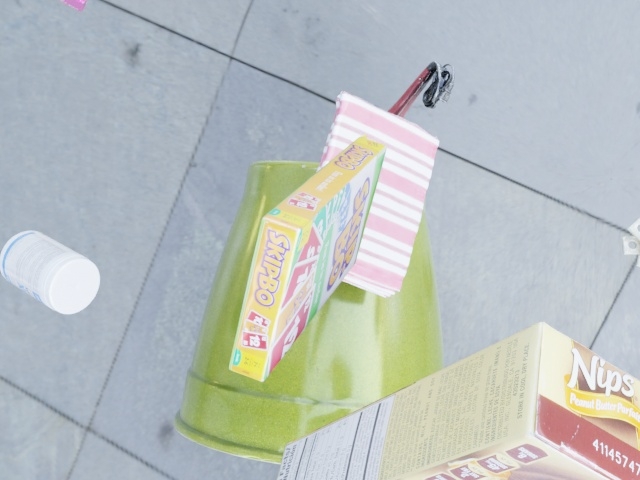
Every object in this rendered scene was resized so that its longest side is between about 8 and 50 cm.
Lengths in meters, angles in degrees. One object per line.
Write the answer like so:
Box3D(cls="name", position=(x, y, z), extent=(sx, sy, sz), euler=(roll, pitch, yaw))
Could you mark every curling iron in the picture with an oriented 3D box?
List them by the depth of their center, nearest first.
Box3D(cls="curling iron", position=(0.115, -0.184, 1.386), extent=(0.274, 0.035, 0.068), euler=(-41, 44, 41))

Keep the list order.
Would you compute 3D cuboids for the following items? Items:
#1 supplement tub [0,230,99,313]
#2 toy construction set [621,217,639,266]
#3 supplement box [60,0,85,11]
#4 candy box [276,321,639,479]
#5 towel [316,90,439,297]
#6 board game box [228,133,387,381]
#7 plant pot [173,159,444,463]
Box3D(cls="supplement tub", position=(-0.316, 0.036, 1.017), extent=(0.107, 0.071, 0.071), euler=(23, 101, 36))
Box3D(cls="toy construction set", position=(0.669, 0.008, 1.532), extent=(0.215, 0.328, 0.151), euler=(-18, 88, -3))
Box3D(cls="supplement box", position=(-0.398, -0.509, 1.459), extent=(0.111, 0.114, 0.220), euler=(28, 87, -18))
Box3D(cls="candy box", position=(0.116, 0.186, 0.655), extent=(0.183, 0.087, 0.316), euler=(31, 140, -18))
Box3D(cls="towel", position=(0.050, -0.049, 0.958), extent=(0.029, 0.144, 0.197), euler=(2, 73, 56))
Box3D(cls="board game box", position=(0.000, 0.000, 0.712), extent=(0.039, 0.259, 0.124), euler=(19, 115, 9))
Box3D(cls="plant pot", position=(0.005, 0.079, 1.159), extent=(0.366, 0.366, 0.353), euler=(5, 90, 18))
